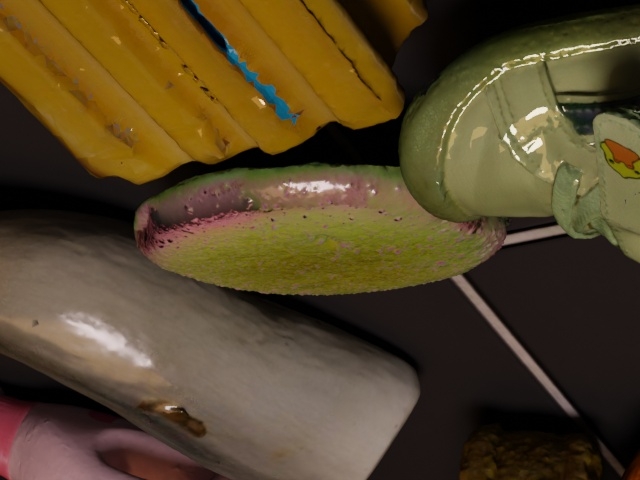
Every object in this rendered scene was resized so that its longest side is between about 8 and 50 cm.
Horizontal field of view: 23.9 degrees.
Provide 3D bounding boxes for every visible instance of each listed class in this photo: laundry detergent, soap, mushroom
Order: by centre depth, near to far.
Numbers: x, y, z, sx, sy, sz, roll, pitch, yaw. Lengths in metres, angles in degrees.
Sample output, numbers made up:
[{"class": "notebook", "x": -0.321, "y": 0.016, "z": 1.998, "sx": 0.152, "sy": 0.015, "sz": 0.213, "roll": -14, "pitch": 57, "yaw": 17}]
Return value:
[{"class": "soap", "x": -0.113, "y": -0.170, "z": 0.737, "sx": 0.204, "sy": 0.096, "sz": 0.324, "roll": -12, "pitch": 136, "yaw": 34}, {"class": "mushroom", "x": -0.128, "y": 0.070, "z": 1.054, "sx": 0.397, "sy": 0.126, "sz": 0.177, "roll": 30, "pitch": 152, "yaw": -24}, {"class": "laundry detergent", "x": -0.157, "y": 0.192, "z": 1.232, "sx": 0.335, "sy": 0.088, "sz": 0.159, "roll": 15, "pitch": 179, "yaw": 13}]

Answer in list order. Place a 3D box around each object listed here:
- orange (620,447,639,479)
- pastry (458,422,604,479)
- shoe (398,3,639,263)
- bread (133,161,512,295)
[{"class": "orange", "x": 0.302, "y": 0.207, "z": 1.023, "sx": 0.224, "sy": 0.170, "sz": 0.224, "roll": 9, "pitch": 145, "yaw": 7}, {"class": "pastry", "x": 0.156, "y": 0.227, "z": 1.096, "sx": 0.103, "sy": 0.188, "sz": 0.188, "roll": -3, "pitch": 141, "yaw": 12}, {"class": "shoe", "x": 0.164, "y": -0.055, "z": 0.728, "sx": 0.262, "sy": 0.128, "sz": 0.140, "roll": -15, "pitch": 141, "yaw": 13}, {"class": "bread", "x": 0.000, "y": 0.000, "z": 0.906, "sx": 0.228, "sy": 0.033, "sz": 0.228, "roll": 0, "pitch": 163, "yaw": 0}]
